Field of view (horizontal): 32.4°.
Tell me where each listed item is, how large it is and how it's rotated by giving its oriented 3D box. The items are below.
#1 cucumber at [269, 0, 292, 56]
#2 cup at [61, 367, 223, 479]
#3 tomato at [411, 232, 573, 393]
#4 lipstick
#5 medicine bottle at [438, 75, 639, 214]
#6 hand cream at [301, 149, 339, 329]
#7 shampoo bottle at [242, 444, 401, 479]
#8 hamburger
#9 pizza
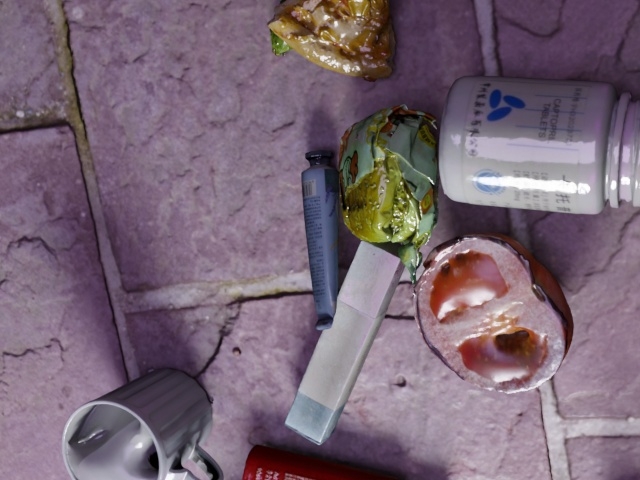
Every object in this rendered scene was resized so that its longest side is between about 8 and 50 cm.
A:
[{"bbox_3d":[-0.013,-0.352,1.526,0.069,0.069,0.227,35,115,11],"label":"cucumber"},{"bbox_3d":[-0.257,0.315,1.683,0.167,0.202,0.221,-34,88,23],"label":"cup"},{"bbox_3d":[0.238,0.090,1.499,0.199,0.112,0.228,-29,91,31],"label":"tomato"},{"bbox_3d":[0.038,0.144,1.609,0.068,0.066,0.317,27,109,16],"label":"lipstick"},{"bbox_3d":[0.307,-0.120,1.396,0.293,0.170,0.170,6,103,18],"label":"medicine bottle"},{"bbox_3d":[0.000,0.000,1.573,0.055,0.088,0.256,1,84,-17],"label":"hand cream"},{"bbox_3d":[0.032,0.396,1.659,0.314,0.076,0.118,9,96,19],"label":"shampoo bottle"},{"bbox_3d":[0.094,-0.062,1.460,0.125,0.214,0.235,1,96,-5],"label":"hamburger"},{"bbox_3d":[0.041,-0.296,1.485,0.182,0.062,0.161,34,115,-14],"label":"pizza"}]
